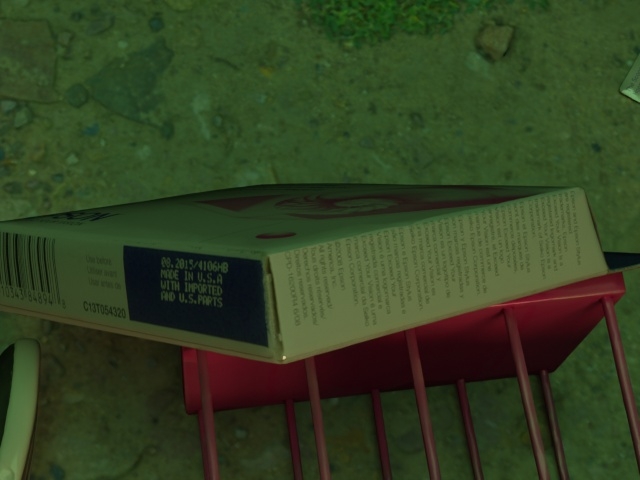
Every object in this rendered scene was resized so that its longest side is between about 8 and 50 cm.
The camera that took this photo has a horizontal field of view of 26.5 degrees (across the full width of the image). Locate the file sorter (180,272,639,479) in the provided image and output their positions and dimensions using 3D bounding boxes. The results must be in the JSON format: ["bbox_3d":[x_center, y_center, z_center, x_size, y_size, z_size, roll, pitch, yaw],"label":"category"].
[{"bbox_3d":[0.058,0.148,0.933,0.291,0.202,0.182,-6,69,-7],"label":"file sorter"}]

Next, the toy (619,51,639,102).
[{"bbox_3d":[0.396,-0.136,1.164,0.237,0.056,0.137,29,65,9],"label":"toy"}]

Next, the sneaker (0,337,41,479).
[{"bbox_3d":[-0.285,0.194,0.934,0.147,0.104,0.295,14,70,-4],"label":"sneaker"}]

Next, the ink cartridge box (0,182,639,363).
[{"bbox_3d":[0.000,0.000,0.880,0.330,0.324,0.071,-13,100,-39],"label":"ink cartridge box"}]
